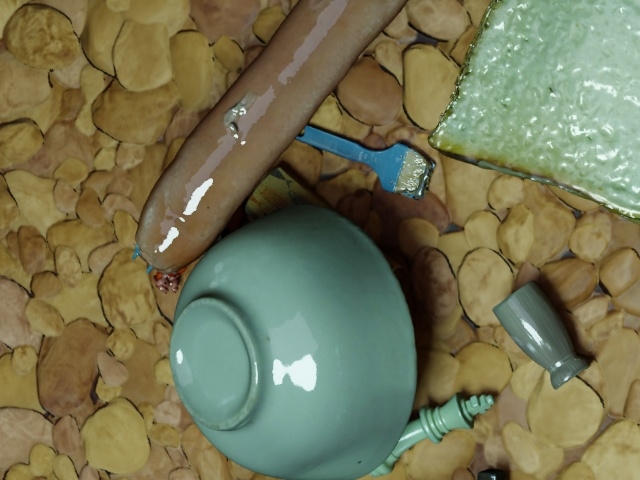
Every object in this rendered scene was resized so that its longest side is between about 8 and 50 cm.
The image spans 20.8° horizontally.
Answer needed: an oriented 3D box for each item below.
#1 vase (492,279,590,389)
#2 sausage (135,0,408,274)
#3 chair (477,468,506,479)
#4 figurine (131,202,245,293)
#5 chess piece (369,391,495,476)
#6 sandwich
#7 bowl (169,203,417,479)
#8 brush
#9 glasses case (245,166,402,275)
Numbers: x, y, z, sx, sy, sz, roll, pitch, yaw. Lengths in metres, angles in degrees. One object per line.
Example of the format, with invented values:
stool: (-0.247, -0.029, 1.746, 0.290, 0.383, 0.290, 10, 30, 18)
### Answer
vase: (0.216, 0.093, 1.697, 0.053, 0.053, 0.100, -38, 81, 21)
sausage: (-0.047, -0.142, 1.751, 0.419, 0.094, 0.094, -51, 40, 7)
chair: (0.065, 0.449, 1.702, 0.241, 0.203, 0.416, -8, 89, 28)
figurine: (-0.135, -0.014, 1.853, 0.140, 0.068, 0.075, -45, 79, 13)
chess piece: (0.107, 0.185, 1.752, 0.149, 0.059, 0.059, -27, 81, 19)
sandwich: (0.277, -0.180, 1.634, 0.271, 0.099, 0.301, 22, 98, 18)
bowl: (-0.056, 0.111, 1.722, 0.289, 0.146, 0.289, 9, 102, 46)
brush: (0.041, -0.088, 1.794, 0.164, 0.014, 0.051, 21, 100, 24)
glasses case: (0.000, 0.000, 1.801, 0.170, 0.041, 0.064, 41, 107, 19)
